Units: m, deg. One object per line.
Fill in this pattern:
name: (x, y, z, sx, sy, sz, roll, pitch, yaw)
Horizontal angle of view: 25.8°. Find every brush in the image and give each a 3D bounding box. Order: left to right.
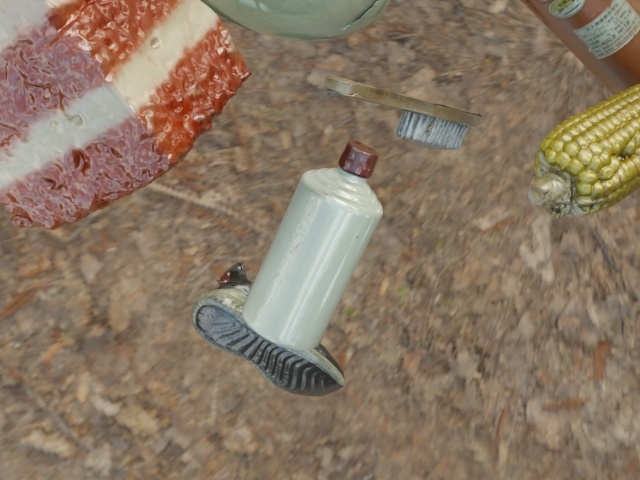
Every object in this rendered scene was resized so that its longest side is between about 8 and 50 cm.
brush: (0.105, -0.163, 1.826, 0.070, 0.327, 0.065, 23, 99, 34)

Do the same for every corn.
corn: (0.372, -0.121, 1.672, 0.321, 0.119, 0.119, -27, 93, -27)

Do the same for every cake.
cake: (-0.300, -0.222, 1.679, 0.270, 0.269, 0.319, -25, 111, 34)

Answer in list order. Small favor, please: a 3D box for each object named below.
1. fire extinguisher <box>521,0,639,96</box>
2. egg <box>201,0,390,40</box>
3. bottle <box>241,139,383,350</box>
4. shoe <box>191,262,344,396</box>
fire extinguisher: (0.349, -0.319, 1.751, 0.376, 0.113, 0.200, 37, 72, -29)
egg: (-0.041, -0.270, 1.148, 0.253, 0.186, 0.186, 41, 104, -19)
bottle: (0.000, 0.000, 1.608, 0.104, 0.104, 0.245, 28, 108, 6)
shoe: (-0.059, 0.114, 1.842, 0.227, 0.112, 0.099, 32, 134, -15)
